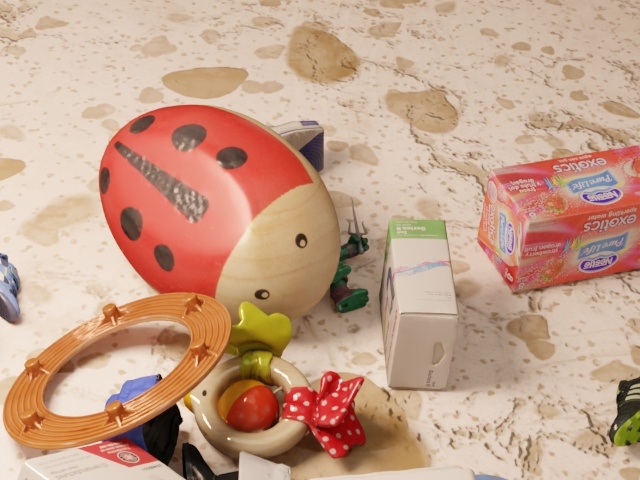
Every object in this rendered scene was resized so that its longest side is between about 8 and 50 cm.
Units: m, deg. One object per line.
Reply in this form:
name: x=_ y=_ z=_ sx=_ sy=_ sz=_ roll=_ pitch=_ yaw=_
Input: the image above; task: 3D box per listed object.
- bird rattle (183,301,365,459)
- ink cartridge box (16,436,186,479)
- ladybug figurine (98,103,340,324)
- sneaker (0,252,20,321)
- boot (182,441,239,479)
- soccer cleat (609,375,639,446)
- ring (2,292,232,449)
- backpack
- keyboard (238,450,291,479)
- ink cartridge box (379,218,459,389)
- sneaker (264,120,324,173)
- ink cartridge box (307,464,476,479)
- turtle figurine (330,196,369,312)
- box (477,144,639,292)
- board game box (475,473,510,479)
bird rattle: x=-0.069 y=0.225 z=1.889 sx=0.207 sy=0.143 sz=0.253 roll=-34 pitch=65 yaw=-23
ink cartridge box: x=-0.212 y=0.361 z=1.623 sx=0.273 sy=0.114 sz=0.197 roll=30 pitch=16 yaw=26
ladybug figurine: x=-0.175 y=-0.050 z=2.037 sx=0.449 sy=0.305 sz=0.162 roll=33 pitch=2 yaw=28
sneaker: x=-0.475 y=0.064 z=2.054 sx=0.059 sy=0.053 sz=0.144 roll=-16 pitch=45 yaw=-27
boot: x=-0.128 y=0.313 z=1.799 sx=0.099 sy=0.045 sz=0.121 roll=-7 pitch=47 yaw=-12
soccer cleat: x=0.446 y=0.237 z=1.950 sx=0.072 sy=0.060 sz=0.179 roll=21 pitch=35 yaw=32
ring: x=-0.280 y=0.164 z=1.858 sx=0.337 sy=0.032 sz=0.336 roll=-18 pitch=26 yaw=9
backpack: x=-0.242 y=0.256 z=1.818 sx=0.101 sy=0.098 sz=0.120 roll=-18 pitch=34 yaw=16
keyboard: x=-0.068 y=0.331 z=1.699 sx=0.072 sy=0.014 sz=0.256 roll=17 pitch=15 yaw=-8
ink cartridge box: x=0.142 y=0.092 z=2.007 sx=0.093 sy=0.154 sz=0.212 roll=1 pitch=40 yaw=-5
sneaker: x=-0.160 y=-0.160 z=2.298 sx=0.316 sy=0.127 sz=0.182 roll=-19 pitch=48 yaw=-24
ink cartridge box: x=0.089 y=0.411 z=1.578 sx=0.223 sy=0.129 sz=0.307 roll=-5 pitch=29 yaw=1
turtle figurine: x=0.000 y=0.000 z=2.140 sx=0.175 sy=0.118 sz=0.234 roll=30 pitch=25 yaw=-39
box: x=0.421 y=-0.037 z=2.196 sx=0.300 sy=0.154 sz=0.142 roll=-9 pitch=42 yaw=-19
board game box: x=0.212 y=0.383 z=1.759 sx=0.133 sy=0.033 sz=0.168 roll=7 pitch=52 yaw=9
